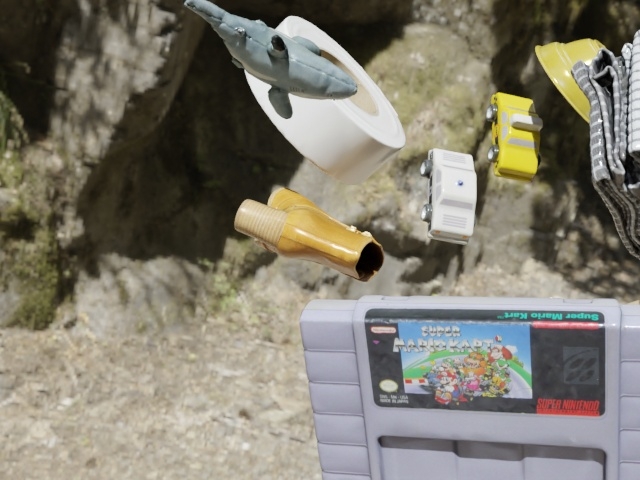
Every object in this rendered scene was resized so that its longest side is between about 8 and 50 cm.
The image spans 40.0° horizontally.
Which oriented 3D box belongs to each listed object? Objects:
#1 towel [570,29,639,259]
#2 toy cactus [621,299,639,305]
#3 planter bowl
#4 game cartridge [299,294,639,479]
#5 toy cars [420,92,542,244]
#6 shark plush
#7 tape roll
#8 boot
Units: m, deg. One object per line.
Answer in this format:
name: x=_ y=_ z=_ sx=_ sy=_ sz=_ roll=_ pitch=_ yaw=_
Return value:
towel: x=0.463 y=-0.124 z=1.268 sx=0.121 sy=0.235 sz=0.283 roll=-13 pitch=-36 yaw=33
toy cactus: x=0.438 y=0.070 z=1.014 sx=0.180 sy=0.112 sz=0.219 roll=-12 pitch=-28 yaw=35
planter bowl: x=0.499 y=-0.302 z=1.613 sx=0.217 sy=0.090 sz=0.217 roll=35 pitch=32 yaw=-26
game cartridge: x=0.163 y=0.163 z=0.855 sx=0.355 sy=0.230 sz=0.068 roll=-1 pitch=28 yaw=17
toy cars: x=0.316 y=-0.155 z=1.669 sx=0.176 sy=0.087 sz=0.393 roll=46 pitch=63 yaw=6
shark plush: x=-0.041 y=-0.171 z=0.753 sx=0.161 sy=0.073 sz=0.067 roll=41 pitch=-11 yaw=-29
tape roll: x=0.012 y=-0.229 z=1.443 sx=0.286 sy=0.100 sz=0.286 roll=40 pitch=23 yaw=-21
boot: x=0.000 y=-0.001 z=1.374 sx=0.211 sy=0.104 sz=0.295 roll=22 pitch=7 yaw=10
